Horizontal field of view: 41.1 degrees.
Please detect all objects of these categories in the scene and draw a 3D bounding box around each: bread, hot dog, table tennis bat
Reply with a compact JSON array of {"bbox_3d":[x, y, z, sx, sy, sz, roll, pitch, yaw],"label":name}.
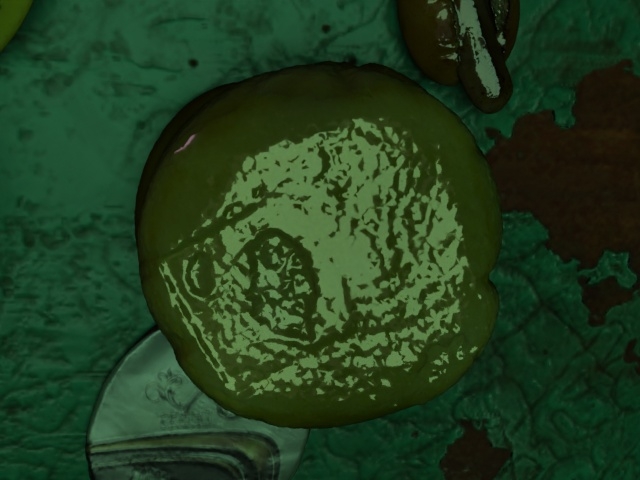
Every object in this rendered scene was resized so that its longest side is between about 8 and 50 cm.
[{"bbox_3d":[0.000,0.000,0.606,0.270,0.148,0.270,-1,99,-6],"label":"bread"},{"bbox_3d":[0.103,-0.164,0.630,0.090,0.060,0.140,-7,107,-3],"label":"hot dog"},{"bbox_3d":[-0.118,0.196,0.695,0.173,0.022,0.301,25,95,-13],"label":"table tennis bat"}]

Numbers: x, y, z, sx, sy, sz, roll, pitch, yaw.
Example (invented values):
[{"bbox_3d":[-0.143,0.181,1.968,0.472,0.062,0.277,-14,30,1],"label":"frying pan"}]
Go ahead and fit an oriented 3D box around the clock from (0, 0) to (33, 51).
[{"bbox_3d":[-0.303,-0.205,0.498,0.277,0.071,0.293,-2,124,-15],"label":"clock"}]
